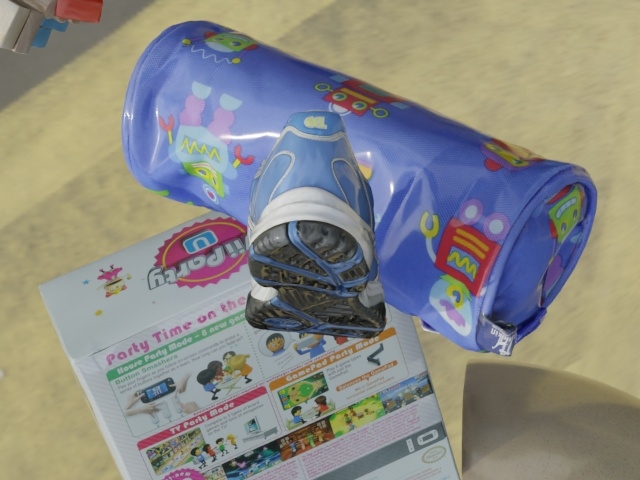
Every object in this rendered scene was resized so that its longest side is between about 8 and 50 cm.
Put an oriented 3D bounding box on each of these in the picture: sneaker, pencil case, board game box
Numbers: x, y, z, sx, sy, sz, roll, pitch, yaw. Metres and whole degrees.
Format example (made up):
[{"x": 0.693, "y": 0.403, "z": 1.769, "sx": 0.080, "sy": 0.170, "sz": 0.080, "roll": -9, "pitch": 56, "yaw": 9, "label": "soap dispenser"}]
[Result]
[{"x": 0.000, "y": 0.000, "z": 1.030, "sx": 0.080, "sy": 0.211, "sz": 0.081, "roll": 5, "pitch": 71, "yaw": -3, "label": "sneaker"}, {"x": 0.020, "y": -0.033, "z": 1.177, "sx": 0.306, "sy": 0.119, "sz": 0.133, "roll": 25, "pitch": 121, "yaw": 29, "label": "pencil case"}, {"x": -0.037, "y": 0.122, "z": 1.346, "sx": 0.224, "sy": 0.097, "sz": 0.303, "roll": -23, "pitch": 129, "yaw": -8, "label": "board game box"}]

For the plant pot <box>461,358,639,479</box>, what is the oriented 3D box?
[{"x": 0.215, "y": 0.229, "z": 1.490, "sx": 0.191, "sy": 0.284, "sz": 0.284, "roll": -3, "pitch": 97, "yaw": 8, "label": "plant pot"}]

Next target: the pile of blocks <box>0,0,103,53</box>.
[{"x": -0.208, "y": -0.258, "z": 1.816, "sx": 0.112, "sy": 0.149, "sz": 0.362, "roll": 32, "pitch": 66, "yaw": 25, "label": "pile of blocks"}]
